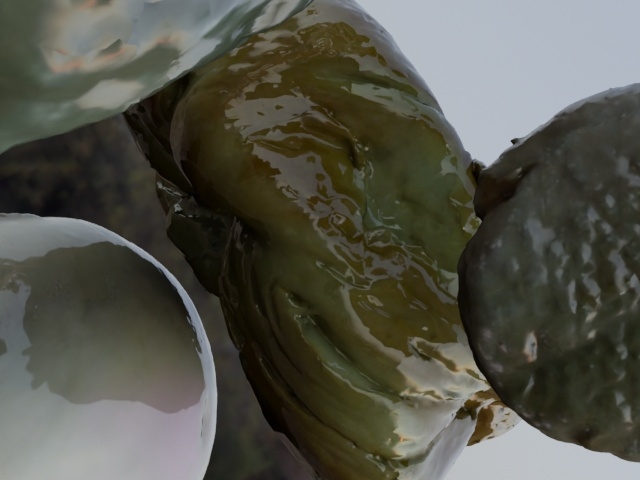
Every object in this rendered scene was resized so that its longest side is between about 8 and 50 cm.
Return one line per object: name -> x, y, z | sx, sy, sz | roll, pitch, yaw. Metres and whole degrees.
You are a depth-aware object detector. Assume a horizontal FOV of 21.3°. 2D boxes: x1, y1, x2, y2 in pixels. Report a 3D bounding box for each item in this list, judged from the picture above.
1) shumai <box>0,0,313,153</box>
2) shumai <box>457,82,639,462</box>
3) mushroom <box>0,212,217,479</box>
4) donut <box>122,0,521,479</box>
shumai -> -0.044, -0.125, 0.507 | 0.304, 0.263, 0.309 | 28, 1, -18
shumai -> 0.160, 0.001, 0.806 | 0.120, 0.201, 0.201 | -89, 158, -68
mushroom -> -0.215, 0.143, 1.145 | 0.315, 0.315, 0.356 | 63, -17, 13
donut -> 0.000, 0.000, 1.028 | 0.360, 0.170, 0.360 | 59, -8, 13
